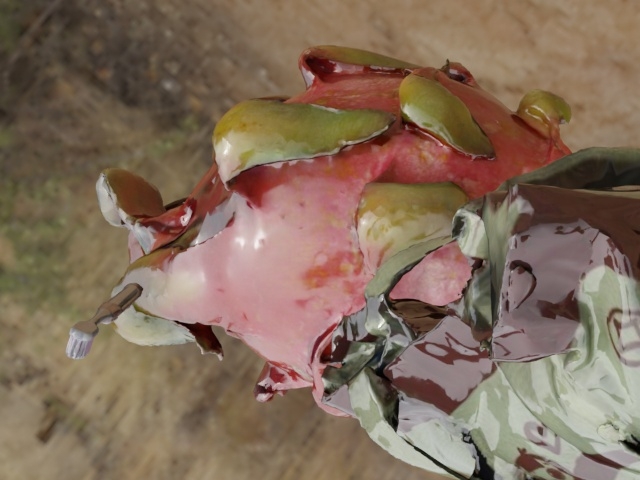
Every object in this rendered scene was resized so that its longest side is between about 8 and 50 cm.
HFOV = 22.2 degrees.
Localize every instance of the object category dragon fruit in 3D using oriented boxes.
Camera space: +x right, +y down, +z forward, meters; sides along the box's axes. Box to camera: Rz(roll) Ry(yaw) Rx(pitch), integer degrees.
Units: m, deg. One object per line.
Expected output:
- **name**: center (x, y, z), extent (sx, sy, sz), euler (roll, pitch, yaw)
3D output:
- **dragon fruit**: center (0.016, 0.005, 0.974), extent (0.243, 0.228, 0.307), euler (20, 157, -25)

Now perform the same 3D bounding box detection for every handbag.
- **handbag**: center (0.136, 0.042, 0.516), extent (0.235, 0.127, 0.213), euler (15, 158, -9)

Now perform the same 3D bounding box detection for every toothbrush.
- **toothbrush**: center (-0.061, 0.021, 0.465), extent (0.006, 0.008, 0.097), euler (21, -173, 0)
